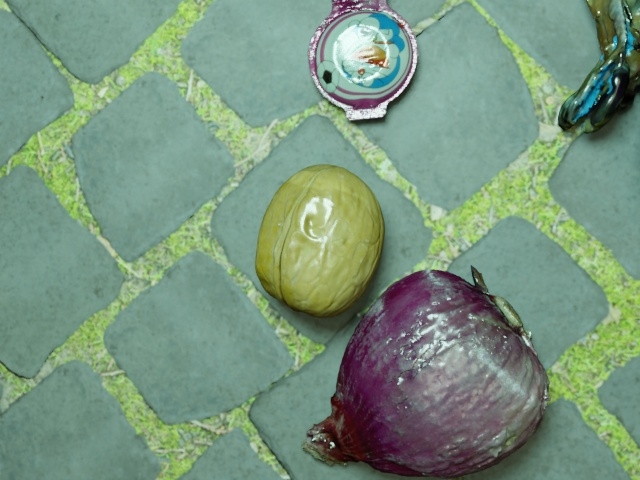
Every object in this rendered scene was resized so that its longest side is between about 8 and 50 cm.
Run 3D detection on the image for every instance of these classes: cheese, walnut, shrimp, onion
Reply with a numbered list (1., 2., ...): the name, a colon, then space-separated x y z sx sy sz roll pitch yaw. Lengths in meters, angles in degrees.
1. cheese: 0.056 -0.288 0.990 0.155 0.062 0.244 -2 88 9
2. walnut: 0.000 0.000 0.942 0.165 0.165 0.197 15 82 7
3. shrimp: 0.410 -0.353 0.932 0.221 0.110 0.445 19 87 13
4. onion: 0.120 0.203 0.921 0.349 0.159 0.267 -40 81 4
